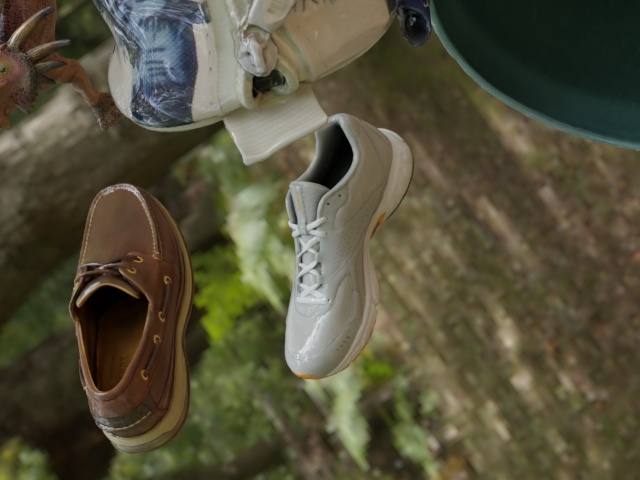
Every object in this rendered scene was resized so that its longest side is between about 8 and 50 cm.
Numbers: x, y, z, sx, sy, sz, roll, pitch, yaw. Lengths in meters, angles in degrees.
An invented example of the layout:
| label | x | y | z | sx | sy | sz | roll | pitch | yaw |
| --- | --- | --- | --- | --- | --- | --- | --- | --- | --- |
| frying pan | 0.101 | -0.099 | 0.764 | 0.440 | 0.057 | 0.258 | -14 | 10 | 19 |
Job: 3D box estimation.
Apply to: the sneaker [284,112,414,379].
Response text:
| label | x | y | z | sx | sy | sz | roll | pitch | yaw |
| --- | --- | --- | --- | --- | --- | --- | --- | --- | --- |
| sneaker | 0.000 | 0.000 | 1.783 | 0.099 | 0.262 | 0.121 | 4 | 163 | 36 |

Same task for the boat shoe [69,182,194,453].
| label | x | y | z | sx | sy | sz | roll | pitch | yaw |
| --- | --- | --- | --- | --- | --- | --- | --- | --- | --- |
| boat shoe | -0.111 | 0.033 | 1.066 | 0.060 | 0.064 | 0.178 | 57 | -159 | -50 |

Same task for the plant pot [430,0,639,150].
| label | x | y | z | sx | sy | sz | roll | pitch | yaw |
| --- | --- | --- | --- | --- | --- | --- | --- | --- | --- |
| plant pot | 0.221 | -0.217 | 1.125 | 0.293 | 0.293 | 0.196 | 58 | -144 | -49 |

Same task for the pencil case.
| label | x | y | z | sx | sy | sz | roll | pitch | yaw |
| --- | --- | --- | --- | --- | --- | --- | --- | --- | --- |
| pencil case | -0.082 | -0.236 | 0.755 | 0.183 | 0.160 | 0.410 | 52 | 167 | 52 |

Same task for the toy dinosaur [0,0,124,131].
| label | x | y | z | sx | sy | sz | roll | pitch | yaw |
| --- | --- | --- | --- | --- | --- | --- | --- | --- | --- |
| toy dinosaur | -0.268 | -0.203 | 1.609 | 0.200 | 0.127 | 0.295 | 56 | -157 | -72 |
